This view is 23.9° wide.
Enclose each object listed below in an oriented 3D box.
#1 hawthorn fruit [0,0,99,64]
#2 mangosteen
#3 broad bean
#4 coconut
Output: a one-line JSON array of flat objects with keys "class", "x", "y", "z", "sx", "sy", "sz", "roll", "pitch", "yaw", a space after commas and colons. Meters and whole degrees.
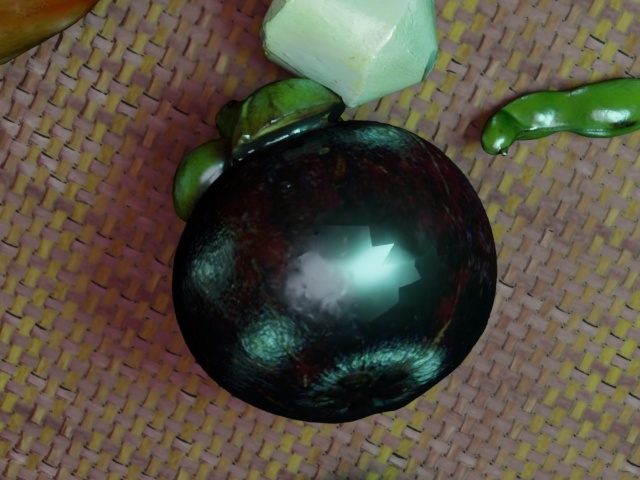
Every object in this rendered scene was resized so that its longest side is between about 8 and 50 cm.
[{"class": "hawthorn fruit", "x": -0.302, "y": -0.288, "z": 1.263, "sx": 0.311, "sy": 0.295, "sz": 0.295, "roll": -32, "pitch": 101, "yaw": 3}, {"class": "mangosteen", "x": 0.010, "y": 0.011, "z": 1.341, "sx": 0.300, "sy": 0.300, "sz": 0.300, "roll": -1, "pitch": 101, "yaw": -3}, {"class": "broad bean", "x": 0.249, "y": -0.121, "z": 1.423, "sx": 0.213, "sy": 0.070, "sz": 0.048, "roll": -16, "pitch": 128, "yaw": -8}, {"class": "coconut", "x": 0.035, "y": -0.195, "z": 1.356, "sx": 0.152, "sy": 0.147, "sz": 0.147, "roll": 29, "pitch": 99, "yaw": -1}]
